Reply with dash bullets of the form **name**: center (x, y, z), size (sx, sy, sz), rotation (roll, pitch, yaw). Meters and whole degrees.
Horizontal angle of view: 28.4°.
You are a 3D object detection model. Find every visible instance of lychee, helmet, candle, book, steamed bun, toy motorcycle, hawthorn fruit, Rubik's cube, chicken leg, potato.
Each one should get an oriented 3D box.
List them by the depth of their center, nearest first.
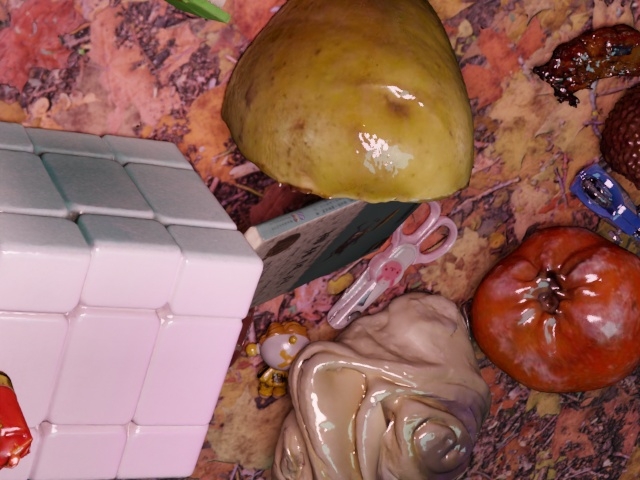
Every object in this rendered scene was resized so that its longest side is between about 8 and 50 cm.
- **candle**: center (-0.321, 0.185, 1.269), size (0.052, 0.130, 0.052), rotation (-13, 125, -19)
- **Rubik's cube**: center (-0.300, 0.069, 1.497), size (0.316, 0.322, 0.318), rotation (3, 119, -32)
- **potato**: center (0.069, -0.195, 1.564), size (0.330, 0.280, 0.212), rotation (-10, 126, -22)
- **book**: center (0.000, 0.000, 1.656), size (0.379, 0.031, 0.264), rotation (-23, 164, -40)
- **helmet**: center (-0.139, 0.121, 1.793), size (0.089, 0.057, 0.111), rotation (-14, 124, -66)
- **chicken leg**: center (0.412, -0.262, 1.853), size (0.234, 0.063, 0.105), rotation (-22, 133, -17)
- **steamed bun**: center (0.113, 0.267, 1.874), size (0.394, 0.237, 0.346), rotation (-55, 146, 0)
- **lychee**: center (0.519, -0.157, 1.904), size (0.188, 0.188, 0.188), rotation (-14, 125, -21)
- **hawthorn fruit**: center (0.383, 0.114, 1.946), size (0.284, 0.284, 0.284), rotation (-14, 125, -21)
- **toy motorcycle**: center (0.453, -0.059, 1.977), size (0.076, 0.114, 0.205), rotation (-45, 135, 15)

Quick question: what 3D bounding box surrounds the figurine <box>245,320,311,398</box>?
- **figurine**: center (-0.063, 0.178, 1.871), size (0.101, 0.068, 0.143), rotation (25, 122, -31)

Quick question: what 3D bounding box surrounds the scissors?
- **scissors**: center (0.101, 0.042, 1.894), size (0.242, 0.030, 0.118), rotation (-46, 131, 0)

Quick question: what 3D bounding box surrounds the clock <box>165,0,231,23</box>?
- **clock**: center (-0.153, -0.404, 1.395), size (0.220, 0.106, 0.255), rotation (27, 89, -42)
